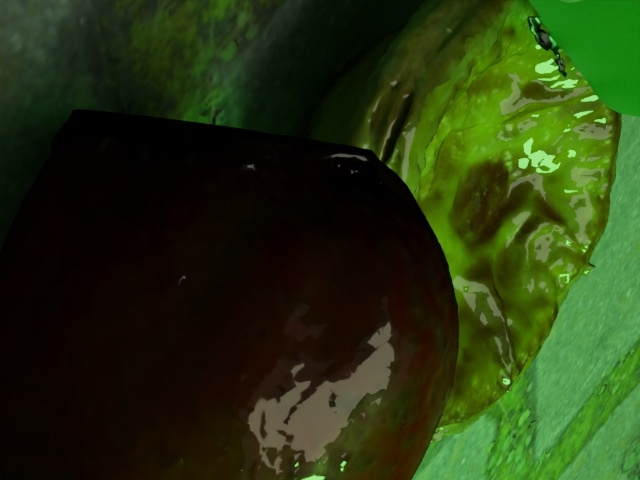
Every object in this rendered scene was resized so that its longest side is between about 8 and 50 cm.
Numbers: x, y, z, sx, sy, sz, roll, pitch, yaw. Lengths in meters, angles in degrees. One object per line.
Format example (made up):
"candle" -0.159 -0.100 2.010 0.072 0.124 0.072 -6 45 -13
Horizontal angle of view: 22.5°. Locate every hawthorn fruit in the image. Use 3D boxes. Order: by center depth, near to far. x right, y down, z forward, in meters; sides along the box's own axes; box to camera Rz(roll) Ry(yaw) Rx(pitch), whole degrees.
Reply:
"hawthorn fruit" -0.053 0.061 0.713 0.250 0.215 0.215 -62 151 -9

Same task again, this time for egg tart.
"egg tart" 0.066 -0.028 0.924 0.295 0.116 0.295 -26 125 -43

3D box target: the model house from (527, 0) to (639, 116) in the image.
"model house" 0.218 -0.264 0.782 0.357 0.242 0.313 42 61 -42
